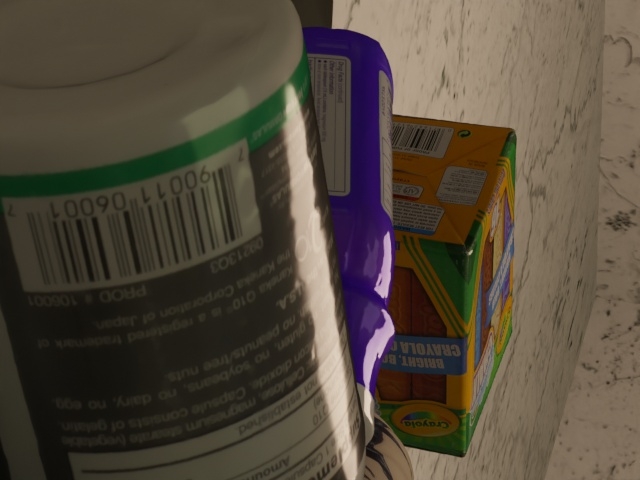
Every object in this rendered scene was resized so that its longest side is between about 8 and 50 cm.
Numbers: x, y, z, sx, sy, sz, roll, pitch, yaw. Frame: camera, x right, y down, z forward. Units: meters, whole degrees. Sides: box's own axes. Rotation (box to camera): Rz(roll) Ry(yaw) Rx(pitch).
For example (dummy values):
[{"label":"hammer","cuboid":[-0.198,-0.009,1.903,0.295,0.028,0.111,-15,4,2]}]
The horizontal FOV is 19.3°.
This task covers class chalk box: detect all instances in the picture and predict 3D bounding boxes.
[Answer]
[{"label":"chalk box","cuboid":[0.063,0.058,1.616,0.179,0.180,0.289,-62,155,-50]}]

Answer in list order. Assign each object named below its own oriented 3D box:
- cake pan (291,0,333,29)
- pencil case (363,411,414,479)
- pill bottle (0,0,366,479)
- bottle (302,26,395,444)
[{"label":"cake pan","cuboid":[-0.054,-0.126,1.316,0.293,0.054,0.293,10,90,-75]},{"label":"pencil case","cuboid":[-0.020,0.230,1.314,0.410,0.160,0.183,-70,-178,-78]},{"label":"pill bottle","cuboid":[-0.085,0.056,0.957,0.204,0.204,0.361,-59,147,-53]},{"label":"bottle","cuboid":[0.000,0.000,1.182,0.118,0.092,0.283,100,-7,-53]}]
